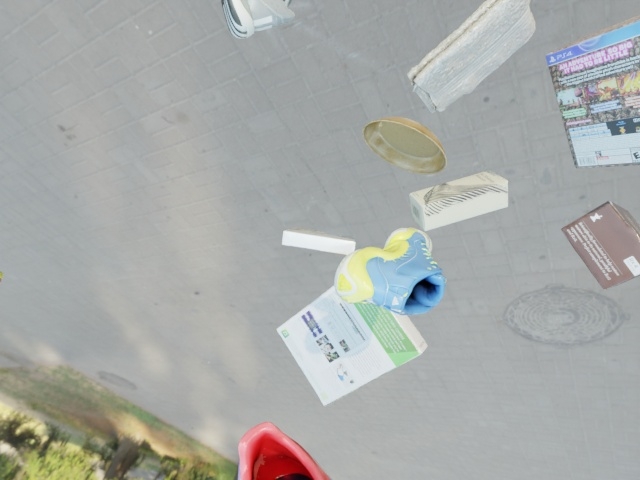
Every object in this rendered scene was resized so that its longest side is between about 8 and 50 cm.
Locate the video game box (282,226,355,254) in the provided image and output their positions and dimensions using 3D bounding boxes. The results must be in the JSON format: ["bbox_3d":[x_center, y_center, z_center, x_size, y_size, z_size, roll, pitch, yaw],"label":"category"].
[{"bbox_3d":[0.000,0.000,1.255,0.205,0.187,0.048,9,98,4],"label":"video game box"}]

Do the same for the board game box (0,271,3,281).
[{"bbox_3d":[-0.408,0.015,0.382,0.141,0.048,0.170,15,159,-7],"label":"board game box"}]

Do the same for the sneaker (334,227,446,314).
[{"bbox_3d":[0.130,0.051,0.600,0.126,0.240,0.091,24,119,33],"label":"sneaker"}]

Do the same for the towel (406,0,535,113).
[{"bbox_3d":[0.326,-0.400,0.905,0.282,0.049,0.187,-40,156,22],"label":"towel"}]

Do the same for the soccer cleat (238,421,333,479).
[{"bbox_3d":[0.016,0.261,0.281,0.318,0.108,0.117,35,145,56],"label":"soccer cleat"}]

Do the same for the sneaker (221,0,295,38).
[{"bbox_3d":[-0.090,-0.408,0.585,0.132,0.086,0.229,-18,103,-14],"label":"sneaker"}]

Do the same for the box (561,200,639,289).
[{"bbox_3d":[0.828,0.015,1.180,0.143,0.191,0.381,-39,155,32],"label":"box"}]

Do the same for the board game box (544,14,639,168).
[{"bbox_3d":[0.672,-0.323,0.926,0.291,0.141,0.232,67,166,-14],"label":"board game box"}]

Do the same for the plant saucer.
[{"bbox_3d":[0.079,-0.090,0.390,0.083,0.015,0.083,26,170,5],"label":"plant saucer"}]

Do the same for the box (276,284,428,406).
[{"bbox_3d":[0.062,0.231,1.013,0.322,0.058,0.232,-41,78,33],"label":"box"}]

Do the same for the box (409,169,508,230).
[{"bbox_3d":[0.425,-0.125,1.306,0.275,0.113,0.094,-17,120,-4],"label":"box"}]
